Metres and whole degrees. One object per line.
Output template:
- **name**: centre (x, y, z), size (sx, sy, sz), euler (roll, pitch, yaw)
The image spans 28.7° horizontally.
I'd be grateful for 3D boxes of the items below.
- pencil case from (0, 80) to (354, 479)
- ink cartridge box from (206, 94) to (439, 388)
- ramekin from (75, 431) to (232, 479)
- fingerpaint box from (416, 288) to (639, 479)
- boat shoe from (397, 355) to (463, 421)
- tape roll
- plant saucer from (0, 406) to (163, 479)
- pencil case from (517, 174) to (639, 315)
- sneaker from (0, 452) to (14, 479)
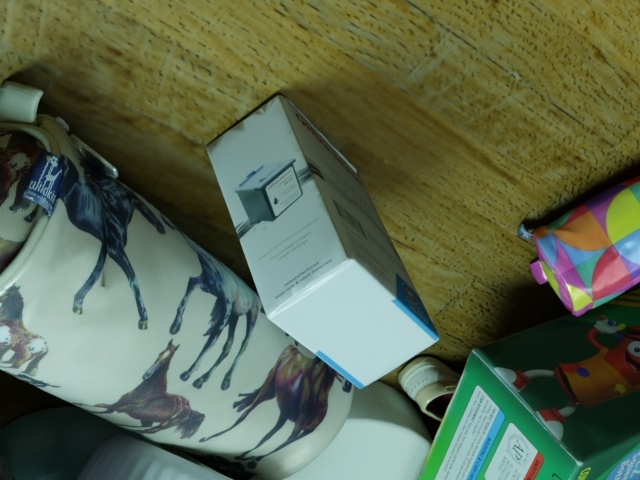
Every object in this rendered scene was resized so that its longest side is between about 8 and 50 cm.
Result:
- **pencil case**: centre (-0.135, 0.056, 0.985), size (0.410, 0.160, 0.183), euler (38, 81, -45)
- **ink cartridge box**: centre (0.000, 0.000, 0.974), size (0.082, 0.190, 0.139), euler (-36, 137, 12)
- **ramekin**: centre (-0.119, 0.243, 1.053), size (0.207, 0.207, 0.109), euler (38, 71, -45)
- **fingerpaint box**: centre (0.280, 0.271, 1.344), size (0.371, 0.163, 0.444), euler (-15, 138, -34)
- **boat shoe**: centre (0.150, 0.175, 1.320), size (0.170, 0.059, 0.063), euler (22, 119, -40)
- **tape roll**: centre (-0.052, 0.296, 1.332), size (0.392, 0.072, 0.392), euler (-14, 136, -14)
- **plant saucer**: centre (-0.228, 0.245, 1.157), size (0.195, 0.037, 0.195), euler (0, 116, 1)
- **pencil case**: centre (0.310, -0.021, 1.182), size (0.236, 0.104, 0.104), euler (-29, 138, 6)
- **sneaker**: centre (-0.453, 0.273, 1.062), size (0.366, 0.137, 0.210), euler (-17, 163, -38)
